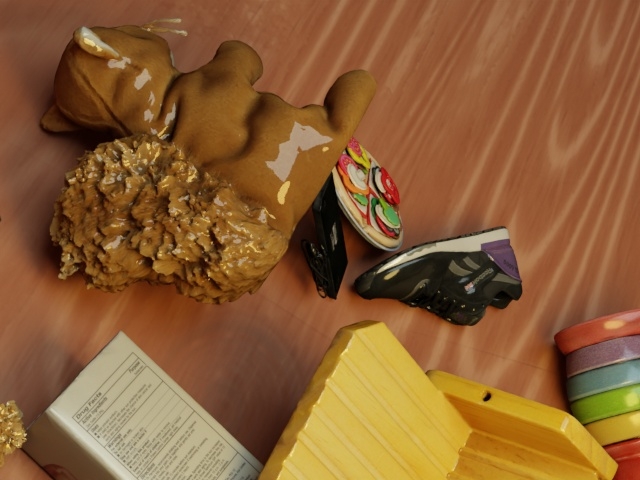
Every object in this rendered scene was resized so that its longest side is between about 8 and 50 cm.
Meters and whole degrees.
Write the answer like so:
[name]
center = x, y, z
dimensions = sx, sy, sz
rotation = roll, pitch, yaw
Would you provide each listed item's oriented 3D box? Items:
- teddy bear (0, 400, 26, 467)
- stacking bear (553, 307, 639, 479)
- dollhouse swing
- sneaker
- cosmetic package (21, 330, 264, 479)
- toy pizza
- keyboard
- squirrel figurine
[teddy bear]
center = -0.482, 0.141, 1.785
dimensions = 0.245, 0.113, 0.338
rotation = -16, 74, -34
[stacking bear]
center = 0.447, 0.255, 2.270
dimensions = 0.164, 0.175, 0.289
rotation = -5, 75, -36
[dollhouse swing]
center = 0.147, 0.308, 1.888
dimensions = 0.315, 0.305, 0.347
rotation = 16, 63, 28
[sneaker]
center = 0.181, 0.065, 2.241
dimensions = 0.283, 0.107, 0.124
rotation = -13, 78, -36
[cosmetic package]
center = -0.195, 0.273, 1.877
dimensions = 0.296, 0.129, 0.153
rotation = 45, 52, -3
[toy pizza]
center = 0.066, -0.078, 2.231
dimensions = 0.201, 0.032, 0.201
rotation = 47, 26, -31
[keyboard]
center = 0.000, 0.000, 2.134
dimensions = 0.038, 0.192, 0.100
rotation = 6, 49, 16
[squirrel figurine]
center = -0.190, -0.114, 2.008
dimensions = 0.370, 0.281, 0.397
rotation = 32, 50, -5
